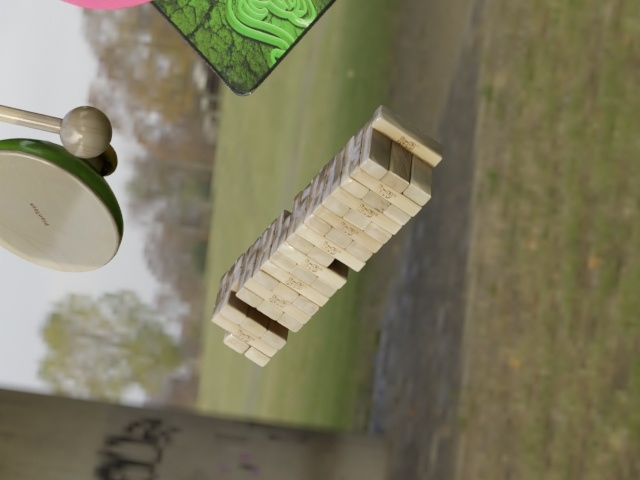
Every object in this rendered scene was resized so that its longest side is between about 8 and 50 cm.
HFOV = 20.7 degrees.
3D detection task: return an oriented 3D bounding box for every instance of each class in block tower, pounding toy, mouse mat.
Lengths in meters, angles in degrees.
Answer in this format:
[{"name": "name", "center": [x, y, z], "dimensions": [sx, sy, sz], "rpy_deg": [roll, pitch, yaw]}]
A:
[{"name": "block tower", "center": [0.000, 0.000, 1.994], "dimensions": [0.335, 0.091, 0.097], "rpy_deg": [-47, 19, 30]}, {"name": "pounding toy", "center": [-0.278, -0.083, 1.833], "dimensions": [0.237, 0.183, 0.110], "rpy_deg": [91, -162, -50]}, {"name": "mouse mat", "center": [-0.074, -0.239, 1.593], "dimensions": [0.152, 0.189, 0.007], "rpy_deg": [-47, -27, 9]}]

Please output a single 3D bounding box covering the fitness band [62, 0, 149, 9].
[{"name": "fitness band", "center": [-0.150, -0.328, 1.507], "dimensions": [0.291, 0.209, 0.054], "rpy_deg": [-40, 32, 5]}]
